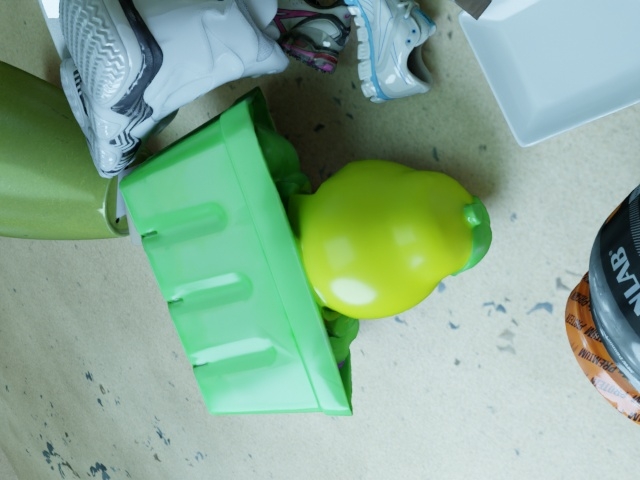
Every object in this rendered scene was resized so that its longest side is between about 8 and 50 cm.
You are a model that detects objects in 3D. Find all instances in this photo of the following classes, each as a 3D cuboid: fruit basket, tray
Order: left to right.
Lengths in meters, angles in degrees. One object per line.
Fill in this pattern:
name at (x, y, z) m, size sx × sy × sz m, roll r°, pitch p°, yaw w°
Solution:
fruit basket at (0.000, 0.000, 0.932) m, size 0.392 × 0.283 × 0.392 m, roll 0°, pitch 105°, yaw 0°
tray at (0.251, -0.187, 0.686) m, size 0.270 × 0.030 × 0.145 m, roll -21°, pitch 97°, yaw 49°

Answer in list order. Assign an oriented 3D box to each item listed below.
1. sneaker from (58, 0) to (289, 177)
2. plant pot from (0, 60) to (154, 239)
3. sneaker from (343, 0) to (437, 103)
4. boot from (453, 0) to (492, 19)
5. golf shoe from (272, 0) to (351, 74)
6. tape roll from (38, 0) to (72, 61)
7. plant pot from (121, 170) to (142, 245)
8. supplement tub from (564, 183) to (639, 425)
sneaker at (-0.157, -0.181, 0.870) m, size 0.137 × 0.210 × 0.366 m, roll 67°, pitch 161°, yaw 5°
plant pot at (-0.405, -0.110, 1.232) m, size 0.294 × 0.275 × 0.274 m, roll 17°, pitch 126°, yaw 19°
sneaker at (0.074, -0.231, 0.814) m, size 0.083 × 0.071 × 0.190 m, roll 5°, pitch 125°, yaw 36°
boot at (0.055, -0.311, 0.652) m, size 0.115 × 0.305 × 0.112 m, roll -49°, pitch 34°, yaw 20°
golf shoe at (-0.036, -0.252, 0.916) m, size 0.186 × 0.067 × 0.086 m, roll 30°, pitch 100°, yaw 35°
tape roll at (-0.318, -0.390, 0.944) m, size 0.392 × 0.072 × 0.392 m, roll 164°, pitch 90°, yaw -80°
plant pot at (-0.207, -0.053, 1.167) m, size 0.096 × 0.109 × 0.109 m, roll 13°, pitch 123°, yaw 25°
supplement tub at (0.337, -0.004, 0.577) m, size 0.207 × 0.207 × 0.338 m, roll 45°, pitch 137°, yaw 15°
